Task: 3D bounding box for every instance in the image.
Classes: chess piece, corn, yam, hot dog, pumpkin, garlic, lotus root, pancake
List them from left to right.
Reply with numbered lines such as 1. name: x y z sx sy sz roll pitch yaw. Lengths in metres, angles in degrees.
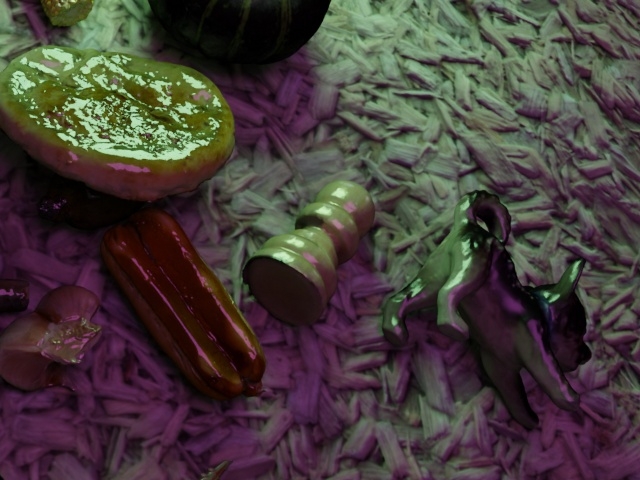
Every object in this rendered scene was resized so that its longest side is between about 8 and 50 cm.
1. yam: -0.547 0.079 1.736 0.274 0.061 0.061 1 65 -25
2. corn: -0.440 -0.469 2.032 0.093 0.093 0.244 -11 75 -29
3. garlic: -0.379 0.138 1.770 0.124 0.099 0.174 31 54 7
4. lotus root: -0.336 -0.080 1.876 0.209 0.120 0.120 -24 78 -38
5. pancake: -0.309 -0.197 1.881 0.386 0.082 0.387 13 33 -9
6. hot dog: -0.201 0.106 1.860 0.135 0.100 0.337 -34 82 -25
7. pumpkin: -0.138 -0.445 2.072 0.323 0.241 0.323 12 59 -20
8. chess piece: 0.000 0.000 1.990 0.142 0.143 0.261 39 52 -3

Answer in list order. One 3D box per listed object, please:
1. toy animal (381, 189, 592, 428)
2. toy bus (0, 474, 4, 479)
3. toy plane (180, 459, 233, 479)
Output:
1. toy animal: 0.318 0.098 2.049 0.344 0.194 0.303 34 62 -13
2. toy bus: -0.524 0.249 1.638 0.138 0.112 0.317 -31 80 -23
3. toy plane: -0.156 0.363 1.787 0.111 0.040 0.102 15 59 -17
